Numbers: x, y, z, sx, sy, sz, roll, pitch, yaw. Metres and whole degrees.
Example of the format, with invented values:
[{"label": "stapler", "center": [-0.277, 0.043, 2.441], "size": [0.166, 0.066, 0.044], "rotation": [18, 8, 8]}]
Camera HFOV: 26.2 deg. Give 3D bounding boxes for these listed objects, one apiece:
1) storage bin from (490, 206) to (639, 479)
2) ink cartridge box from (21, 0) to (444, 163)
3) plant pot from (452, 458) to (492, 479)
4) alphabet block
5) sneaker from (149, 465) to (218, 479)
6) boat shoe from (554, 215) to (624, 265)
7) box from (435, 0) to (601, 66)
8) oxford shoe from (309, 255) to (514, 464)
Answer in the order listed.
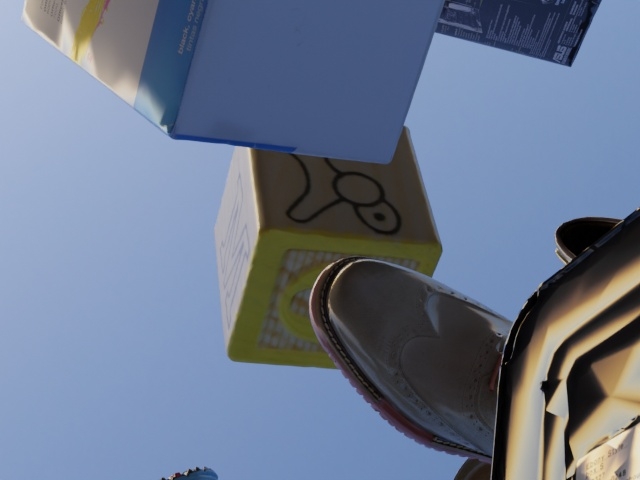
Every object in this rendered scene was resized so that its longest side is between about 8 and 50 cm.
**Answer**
[{"label": "storage bin", "center": [0.113, 0.079, 0.384], "size": [0.122, 0.084, 0.180], "rotation": [-45, -155, 46]}, {"label": "ink cartridge box", "center": [-0.059, -0.174, 0.885], "size": [0.171, 0.168, 0.232], "rotation": [3, -158, -38]}, {"label": "plant pot", "center": [0.224, 0.332, 1.501], "size": [0.236, 0.236, 0.032], "rotation": [-55, -167, -33]}, {"label": "alphabet block", "center": [0.000, 0.000, 1.440], "size": [0.192, 0.193, 0.197], "rotation": [5, -139, -12]}, {"label": "sneaker", "center": [-0.209, 0.370, 1.727], "size": [0.262, 0.104, 0.125], "rotation": [-12, -119, -41]}, {"label": "boat shoe", "center": [0.357, 0.037, 1.488], "size": [0.116, 0.097, 0.324], "rotation": [-40, -162, -8]}, {"label": "box", "center": [0.149, -0.277, 1.262], "size": [0.242, 0.307, 0.076], "rotation": [15, -105, 5]}, {"label": "oxford shoe", "center": [0.177, 0.123, 1.149], "size": [0.140, 0.397, 0.146], "rotation": [-64, -169, -29]}]
